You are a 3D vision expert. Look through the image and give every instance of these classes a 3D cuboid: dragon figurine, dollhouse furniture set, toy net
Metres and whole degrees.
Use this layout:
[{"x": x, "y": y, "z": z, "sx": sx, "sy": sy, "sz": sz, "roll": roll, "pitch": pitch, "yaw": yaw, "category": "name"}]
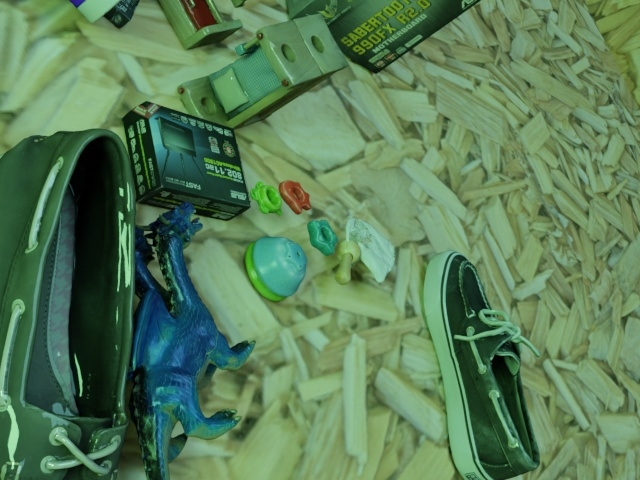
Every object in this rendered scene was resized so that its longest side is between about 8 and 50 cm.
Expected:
[{"x": -0.135, "y": 0.095, "z": 0.715, "sx": 0.144, "sy": 0.085, "sz": 0.289, "roll": 44, "pitch": 37, "yaw": -25, "category": "dragon figurine"}, {"x": -0.090, "y": -0.225, "z": 0.964, "sx": 0.184, "sy": 0.129, "sz": 0.129, "roll": 61, "pitch": 33, "yaw": -3, "category": "dollhouse furniture set"}, {"x": 0.000, "y": 0.000, "z": 1.006, "sx": 0.232, "sy": 0.045, "sz": 0.122, "roll": 2, "pitch": 63, "yaw": -55, "category": "toy net"}]

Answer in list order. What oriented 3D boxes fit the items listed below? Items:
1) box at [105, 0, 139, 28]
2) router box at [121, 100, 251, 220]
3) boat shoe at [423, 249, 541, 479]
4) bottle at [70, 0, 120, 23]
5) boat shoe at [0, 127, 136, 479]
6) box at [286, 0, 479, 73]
[{"x": -0.219, "y": -0.263, "z": 0.918, "sx": 0.083, "sy": 0.018, "sz": 0.067, "roll": 40, "pitch": 39, "yaw": -30, "category": "box"}, {"x": -0.129, "y": -0.075, "z": 0.887, "sx": 0.122, "sy": 0.038, "sz": 0.092, "roll": 11, "pitch": 59, "yaw": -50, "category": "router box"}, {"x": 0.204, "y": 0.139, "z": 1.120, "sx": 0.113, "sy": 0.105, "sz": 0.306, "roll": 31, "pitch": 44, "yaw": -38, "category": "boat shoe"}, {"x": -0.275, "y": -0.322, "z": 0.803, "sx": 0.118, "sy": 0.092, "sz": 0.283, "roll": -48, "pitch": 110, "yaw": -20, "category": "bottle"}, {"x": -0.177, "y": 0.076, "z": 0.617, "sx": 0.112, "sy": 0.095, "sz": 0.335, "roll": 24, "pitch": 55, "yaw": -54, "category": "boat shoe"}, {"x": 0.098, "y": -0.335, "z": 1.203, "sx": 0.183, "sy": 0.231, "sz": 0.056, "roll": 23, "pitch": 46, "yaw": -44, "category": "box"}]
